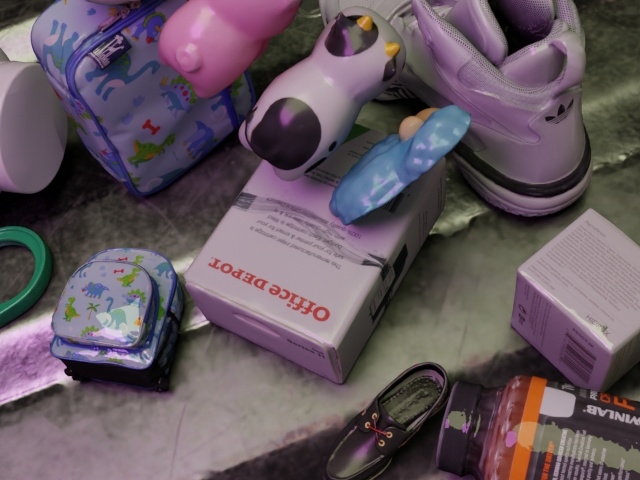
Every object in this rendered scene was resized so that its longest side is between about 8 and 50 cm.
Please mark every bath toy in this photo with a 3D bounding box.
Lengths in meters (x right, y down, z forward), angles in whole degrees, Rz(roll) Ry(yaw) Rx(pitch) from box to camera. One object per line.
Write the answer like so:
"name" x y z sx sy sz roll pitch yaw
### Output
"bath toy" -0.050 -0.167 0.696 0.348 0.129 0.151 39 72 -7

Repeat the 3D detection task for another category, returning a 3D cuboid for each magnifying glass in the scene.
"magnifying glass" -0.338 0.084 0.844 0.092 0.026 0.231 22 63 20

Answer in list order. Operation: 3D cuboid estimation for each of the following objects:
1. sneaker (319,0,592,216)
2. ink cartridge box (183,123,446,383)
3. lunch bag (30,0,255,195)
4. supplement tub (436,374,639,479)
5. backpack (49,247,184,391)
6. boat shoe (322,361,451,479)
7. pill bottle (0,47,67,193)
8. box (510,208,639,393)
"sneaker" 0.117 -0.201 0.831 0.137 0.210 0.366 -33 60 -11
"ink cartridge box" 0.000 0.000 0.801 0.153 0.087 0.208 24 65 20
"lunch bag" -0.154 -0.158 0.843 0.176 0.219 0.090 -41 62 -17
"supplement tub" 0.189 0.161 0.665 0.198 0.106 0.106 12 62 15
"backpack" -0.175 0.061 0.794 0.105 0.084 0.114 6 58 10
"boat shoe" 0.052 0.149 0.732 0.133 0.042 0.049 -40 64 -13
"pill bottle" -0.425 -0.124 0.887 0.323 0.181 0.181 6 60 13
"box" 0.219 0.052 0.727 0.087 0.101 0.102 -36 61 -14
